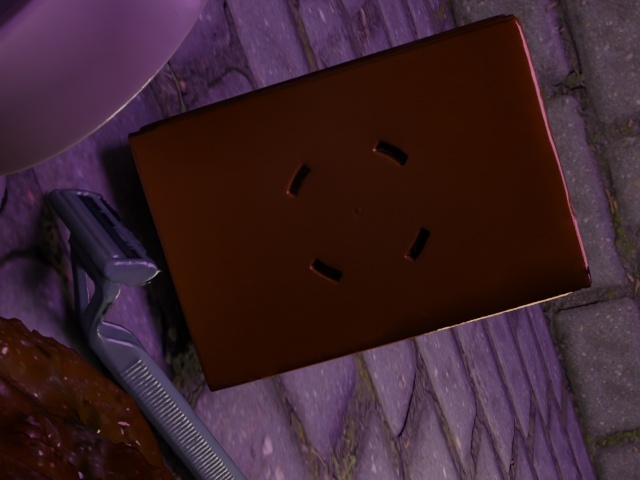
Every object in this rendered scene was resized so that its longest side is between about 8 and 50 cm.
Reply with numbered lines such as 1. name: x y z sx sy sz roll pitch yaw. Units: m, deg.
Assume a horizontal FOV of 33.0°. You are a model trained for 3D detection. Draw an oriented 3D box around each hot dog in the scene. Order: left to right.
1. hot dog: -0.123 0.125 0.464 0.196 0.122 0.272 42 -13 53

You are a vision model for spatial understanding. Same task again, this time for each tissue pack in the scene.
1. tissue pack: 0.029 -0.032 0.787 0.145 0.274 0.194 -71 145 -79

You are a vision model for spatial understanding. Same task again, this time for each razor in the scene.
1. razor: -0.101 0.098 0.700 0.111 0.056 0.278 40 -24 52

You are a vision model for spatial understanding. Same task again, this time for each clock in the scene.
1. clock: -0.141 -0.129 0.521 0.068 0.196 0.197 44 35 -43
